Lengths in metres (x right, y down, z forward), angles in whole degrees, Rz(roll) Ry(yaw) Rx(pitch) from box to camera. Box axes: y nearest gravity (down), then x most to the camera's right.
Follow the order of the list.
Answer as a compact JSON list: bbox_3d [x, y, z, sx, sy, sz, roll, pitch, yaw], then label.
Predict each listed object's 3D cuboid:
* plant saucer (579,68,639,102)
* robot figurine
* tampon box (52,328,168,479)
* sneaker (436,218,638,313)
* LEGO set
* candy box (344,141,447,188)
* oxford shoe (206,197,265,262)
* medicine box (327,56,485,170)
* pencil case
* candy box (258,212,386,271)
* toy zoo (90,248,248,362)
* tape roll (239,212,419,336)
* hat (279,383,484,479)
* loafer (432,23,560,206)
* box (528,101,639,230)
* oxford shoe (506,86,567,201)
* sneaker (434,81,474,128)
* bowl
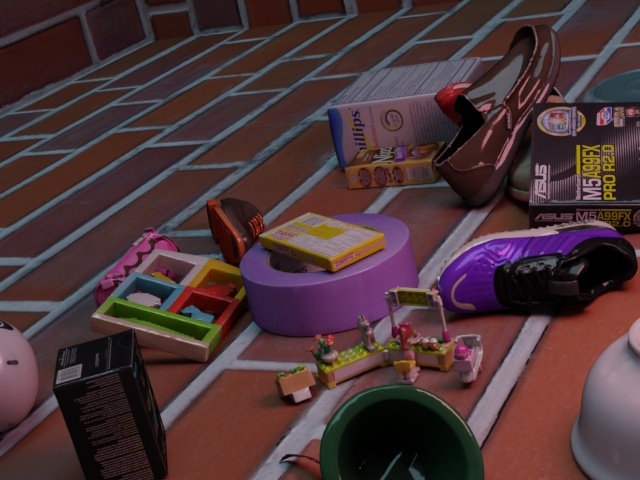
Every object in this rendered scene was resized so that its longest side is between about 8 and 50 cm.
[{"bbox_3d":[0.699,-0.314,2.363,0.318,0.043,0.317,-12,22,5],"label":"plant saucer"},{"bbox_3d":[-0.546,0.205,1.603,0.278,0.173,0.209,-12,29,4],"label":"robot figurine"},{"bbox_3d":[-0.264,0.217,1.423,0.102,0.161,0.120,-15,20,-4],"label":"tampon box"},{"bbox_3d":[0.314,0.047,1.592,0.294,0.102,0.146,-16,22,-6],"label":"sneaker"},{"bbox_3d":[0.074,0.133,1.508,0.287,0.107,0.132,-7,22,15],"label":"LEGO set"},{"bbox_3d":[0.155,-0.151,2.263,0.187,0.053,0.109,-5,23,25],"label":"candy box"},{"bbox_3d":[-0.149,-0.031,2.085,0.099,0.096,0.271,-11,20,-10],"label":"oxford shoe"},{"bbox_3d":[0.197,-0.275,2.415,0.289,0.149,0.263,-5,23,22],"label":"medicine box"},{"bbox_3d":[-0.318,0.061,1.943,0.095,0.098,0.209,-7,23,17],"label":"pencil case"},{"bbox_3d":[0.000,0.000,1.756,0.105,0.027,0.206,-27,25,-27],"label":"candy box"},{"bbox_3d":[-0.221,0.089,1.815,0.192,0.030,0.293,15,28,11],"label":"toy zoo"},{"bbox_3d":[0.014,0.049,1.785,0.275,0.090,0.275,-11,20,4],"label":"tape roll"},{"bbox_3d":[0.078,0.269,1.280,0.173,0.183,0.208,-27,66,-15],"label":"hat"},{"bbox_3d":[0.316,-0.246,2.022,0.365,0.130,0.134,-65,17,-12],"label":"loafer"},{"bbox_3d":[0.456,-0.127,1.850,0.216,0.060,0.270,2,44,12],"label":"box"},{"bbox_3d":[0.402,-0.183,2.059,0.141,0.146,0.397,-8,22,10],"label":"oxford shoe"},{"bbox_3d":[0.310,-0.221,2.174,0.087,0.128,0.221,-34,-30,30],"label":"sneaker"},{"bbox_3d":[0.413,0.155,1.218,0.298,0.134,0.298,-12,20,5],"label":"bowl"}]
